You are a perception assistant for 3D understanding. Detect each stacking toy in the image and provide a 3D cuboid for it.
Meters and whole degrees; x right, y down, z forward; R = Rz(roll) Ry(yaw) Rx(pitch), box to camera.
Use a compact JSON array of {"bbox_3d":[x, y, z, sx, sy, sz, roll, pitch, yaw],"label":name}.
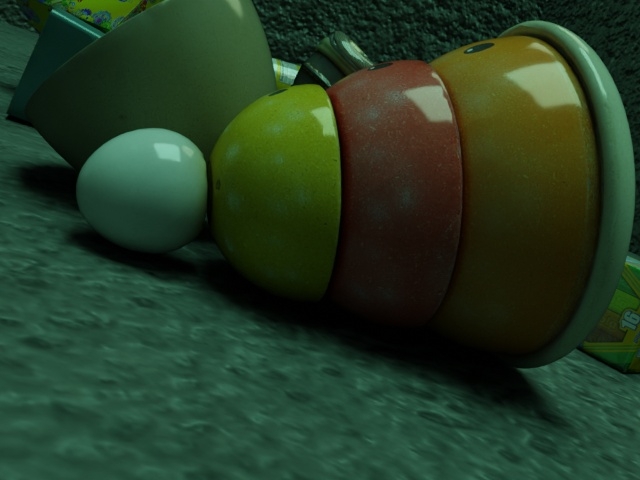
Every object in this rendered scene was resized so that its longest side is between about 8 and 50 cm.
[{"bbox_3d":[0.014,-0.046,0.793,0.480,0.350,0.350,0,16,-15],"label":"stacking toy"}]

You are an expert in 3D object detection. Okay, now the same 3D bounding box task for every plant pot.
[{"bbox_3d":[-0.157,-0.136,0.940,0.191,0.284,0.284,57,9,-5],"label":"plant pot"},{"bbox_3d":[-0.336,-0.232,1.286,0.234,0.165,0.166,24,9,-20],"label":"plant pot"}]

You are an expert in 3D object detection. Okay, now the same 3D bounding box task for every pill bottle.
[{"bbox_3d":[-0.082,-0.339,1.841,0.209,0.119,0.119,12,13,-21],"label":"pill bottle"}]

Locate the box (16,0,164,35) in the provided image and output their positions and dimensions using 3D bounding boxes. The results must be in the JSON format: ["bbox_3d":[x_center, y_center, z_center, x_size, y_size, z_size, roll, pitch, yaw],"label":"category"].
[{"bbox_3d":[-0.365,-0.374,1.534,0.279,0.177,0.290,26,-23,28],"label":"box"}]

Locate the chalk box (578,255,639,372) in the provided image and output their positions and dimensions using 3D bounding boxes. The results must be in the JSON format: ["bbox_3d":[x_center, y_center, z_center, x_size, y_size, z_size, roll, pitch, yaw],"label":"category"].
[{"bbox_3d":[0.379,0.077,1.137,0.132,0.132,0.213,9,14,-47],"label":"chalk box"}]

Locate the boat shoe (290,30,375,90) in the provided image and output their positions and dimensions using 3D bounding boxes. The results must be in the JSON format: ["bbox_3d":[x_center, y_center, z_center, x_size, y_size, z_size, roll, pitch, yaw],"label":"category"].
[{"bbox_3d":[0.007,-0.124,1.047,0.132,0.130,0.355,49,-10,22],"label":"boat shoe"}]
